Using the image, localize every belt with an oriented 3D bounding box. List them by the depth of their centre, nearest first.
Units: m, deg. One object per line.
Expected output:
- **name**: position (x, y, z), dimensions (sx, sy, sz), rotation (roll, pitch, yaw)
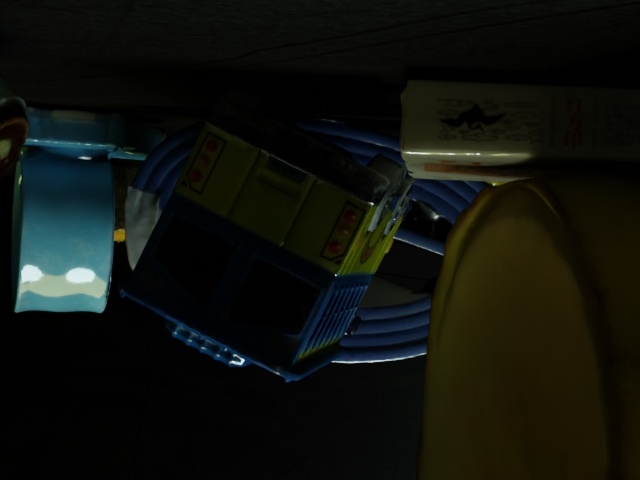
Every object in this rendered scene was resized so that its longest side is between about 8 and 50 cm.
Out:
- **belt**: position (0.000, 0.000, 1.217), dimensions (0.347, 0.212, 0.117), rotation (10, -179, -3)

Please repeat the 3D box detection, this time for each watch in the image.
- **watch**: position (-0.249, -0.026, 1.291), dimensions (0.211, 0.193, 0.211), rotation (2, -178, 0)

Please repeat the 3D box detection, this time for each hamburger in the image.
- **hamburger**: position (0.237, 0.149, 0.833), dimensions (0.278, 0.395, 0.396), rotation (2, -179, -11)

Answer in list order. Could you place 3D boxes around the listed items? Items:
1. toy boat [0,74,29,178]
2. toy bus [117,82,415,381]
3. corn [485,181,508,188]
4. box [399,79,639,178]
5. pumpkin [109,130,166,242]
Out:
- **toy boat**: position (-0.239, -0.073, 0.768), dimensions (0.115, 0.114, 0.262), rotation (41, 177, -5)
- **toy bus**: position (-0.026, -0.001, 1.005), dimensions (0.138, 0.175, 0.288), rotation (26, -178, 7)
- **corn**: position (0.124, -0.056, 1.488), dimensions (0.293, 0.106, 0.106), rotation (-1, -179, -3)
- **box**: position (0.162, -0.070, 0.970), dimensions (0.205, 0.051, 0.365), rotation (3, 180, 5)
- **pumpkin**: position (-0.221, -0.061, 1.526), dimensions (0.126, 0.131, 0.248), rotation (-5, 175, 0)
